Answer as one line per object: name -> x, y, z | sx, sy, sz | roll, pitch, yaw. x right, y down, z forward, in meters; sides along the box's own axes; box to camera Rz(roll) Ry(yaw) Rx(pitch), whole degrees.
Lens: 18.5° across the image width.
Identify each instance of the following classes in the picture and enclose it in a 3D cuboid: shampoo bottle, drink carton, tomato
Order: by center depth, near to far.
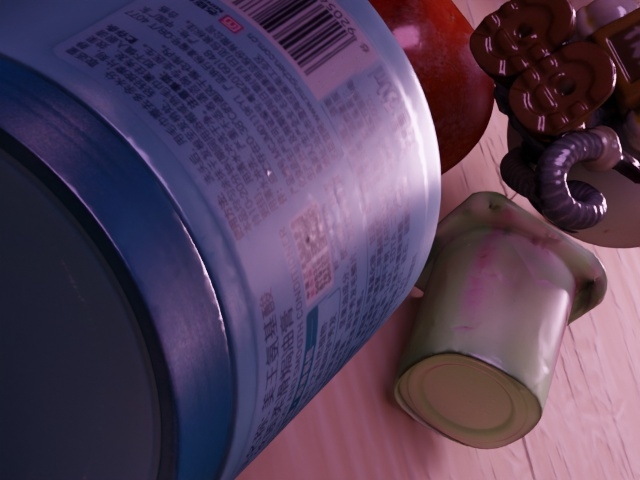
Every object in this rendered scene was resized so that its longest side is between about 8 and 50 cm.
shampoo bottle -> -0.135, -0.004, 1.194 | 0.331, 0.331, 0.342 | 47, 39, 2
drink carton -> 0.130, 0.074, 1.517 | 0.144, 0.146, 0.142 | 31, 49, -14
tomato -> 0.063, -0.142, 1.635 | 0.187, 0.151, 0.187 | 28, 37, -23

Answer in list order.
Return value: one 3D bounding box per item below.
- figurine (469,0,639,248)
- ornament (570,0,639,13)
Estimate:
figurine -> 0.230, -0.107, 1.609 | 0.382, 0.186, 0.261 | 36, 33, -68
ornament -> 0.301, -0.383, 1.978 | 0.240, 0.240, 0.239 | 37, 40, -10
